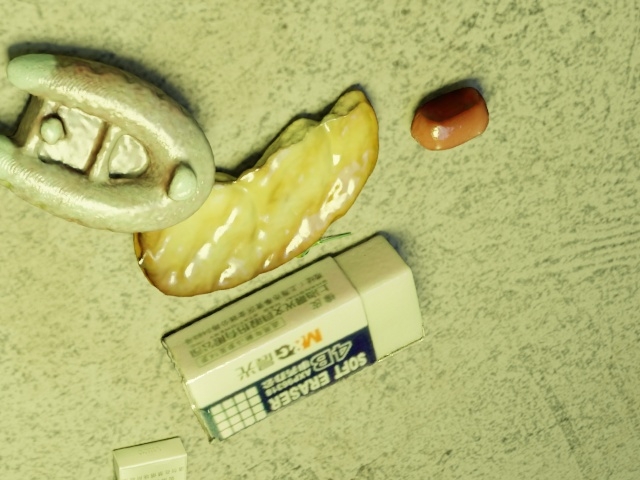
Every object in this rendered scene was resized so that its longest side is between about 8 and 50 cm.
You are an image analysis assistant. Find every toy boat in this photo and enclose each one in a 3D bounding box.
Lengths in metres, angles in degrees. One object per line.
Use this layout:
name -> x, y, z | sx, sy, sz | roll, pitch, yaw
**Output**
toy boat -> -0.203, -0.083, 1.097 | 0.227, 0.085, 0.155 | 22, 96, -27

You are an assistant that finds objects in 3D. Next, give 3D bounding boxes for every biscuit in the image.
biscuit -> -0.061, -0.039, 1.248 | 0.299, 0.045, 0.154 | -26, 126, -10

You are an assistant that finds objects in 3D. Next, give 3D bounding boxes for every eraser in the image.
eraser -> -0.027, 0.114, 1.341 | 0.287, 0.086, 0.130 | -25, 130, -11

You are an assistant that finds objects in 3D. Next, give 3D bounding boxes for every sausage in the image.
sausage -> 0.145, -0.131, 1.285 | 0.094, 0.059, 0.054 | -25, 146, -15

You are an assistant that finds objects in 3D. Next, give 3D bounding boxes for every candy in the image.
candy -> 0.000, 0.000, 1.325 | 0.083, 0.023, 0.025 | -17, 87, -26

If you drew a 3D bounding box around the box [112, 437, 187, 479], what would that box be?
box -> -0.208, 0.316, 1.411 | 0.083, 0.040, 0.154 | -10, 123, -23
